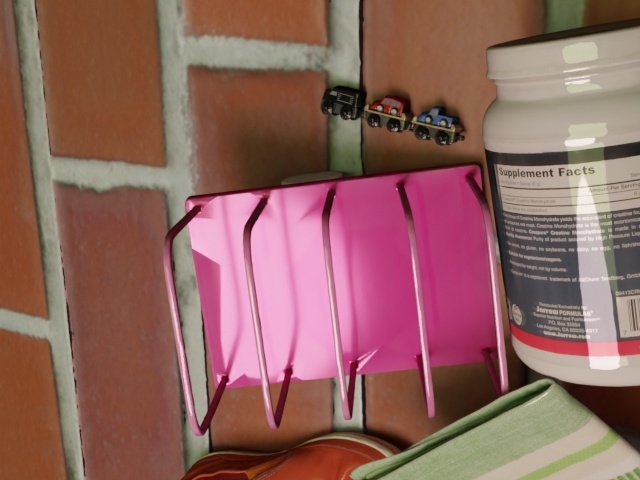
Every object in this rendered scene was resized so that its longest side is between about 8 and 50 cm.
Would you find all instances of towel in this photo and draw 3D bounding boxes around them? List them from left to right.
[{"bbox_3d":[0.220,0.260,0.899,0.325,0.038,0.248,38,128,-22],"label":"towel"}]

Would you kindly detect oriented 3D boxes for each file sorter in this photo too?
[{"bbox_3d":[0.019,0.057,0.891,0.291,0.182,0.202,-7,103,4],"label":"file sorter"}]

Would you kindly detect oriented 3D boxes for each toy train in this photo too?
[{"bbox_3d":[0.071,-0.127,0.961,0.158,0.027,0.036,19,104,26],"label":"toy train"}]

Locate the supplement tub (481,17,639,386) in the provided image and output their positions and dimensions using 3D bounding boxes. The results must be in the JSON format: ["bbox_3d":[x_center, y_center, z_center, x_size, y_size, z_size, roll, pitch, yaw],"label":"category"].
[{"bbox_3d":[0.237,-0.036,0.791,0.191,0.191,0.272,-2,104,32],"label":"supplement tub"}]

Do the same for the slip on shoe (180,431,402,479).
[{"bbox_3d":[-0.038,0.295,1.119,0.331,0.101,0.123,-10,98,32],"label":"slip on shoe"}]

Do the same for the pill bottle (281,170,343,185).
[{"bbox_3d":[0.000,0.000,1.013,0.078,0.078,0.137,0,106,31],"label":"pill bottle"}]
